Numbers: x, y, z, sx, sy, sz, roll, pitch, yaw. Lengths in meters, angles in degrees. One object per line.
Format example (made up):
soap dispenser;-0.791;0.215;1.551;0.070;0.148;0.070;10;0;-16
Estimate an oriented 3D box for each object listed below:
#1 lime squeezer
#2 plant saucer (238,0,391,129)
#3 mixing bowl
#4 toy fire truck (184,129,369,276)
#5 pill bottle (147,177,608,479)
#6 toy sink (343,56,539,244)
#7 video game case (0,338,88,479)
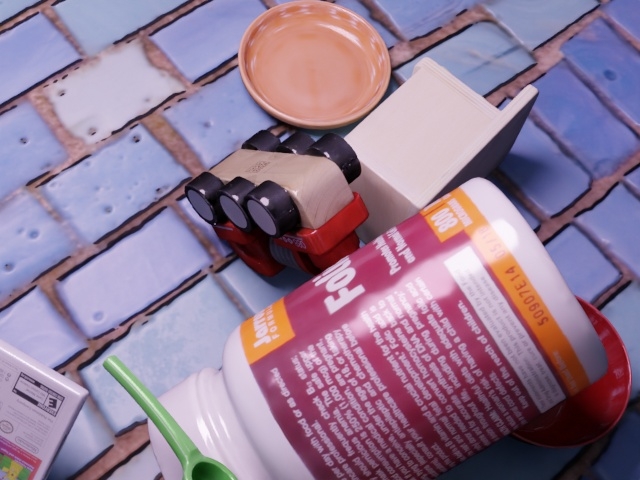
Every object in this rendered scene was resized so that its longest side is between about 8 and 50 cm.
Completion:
lime squeezer;-0.099;0.238;0.826;0.058;0.110;0.310;-17;91;-44
plant saucer;-0.008;-0.226;1.265;0.199;0.037;0.200;3;64;-7
mixing bowl;0.239;0.153;1.070;0.181;0.098;0.181;3;63;-5
toy fire truck;0.000;0.000;1.092;0.158;0.217;0.246;-39;116;-23
pill bottle;0.048;0.131;0.927;0.392;0.224;0.224;-32;70;4
toy sink;0.128;-0.112;1.161;0.131;0.153;0.234;40;66;13
video game case;-0.355;0.181;0.967;0.201;0.023;0.183;29;98;7
